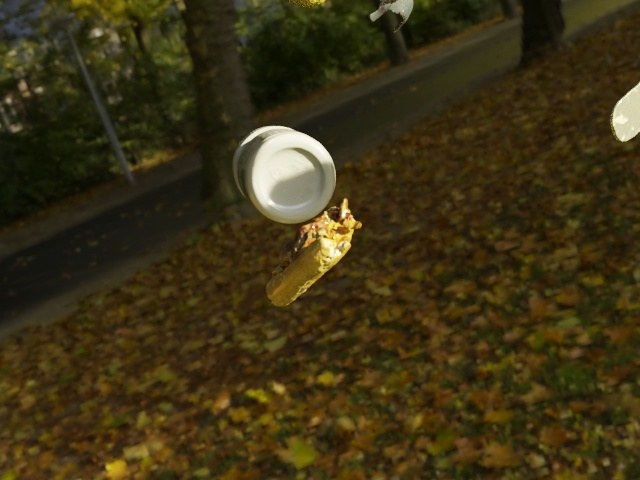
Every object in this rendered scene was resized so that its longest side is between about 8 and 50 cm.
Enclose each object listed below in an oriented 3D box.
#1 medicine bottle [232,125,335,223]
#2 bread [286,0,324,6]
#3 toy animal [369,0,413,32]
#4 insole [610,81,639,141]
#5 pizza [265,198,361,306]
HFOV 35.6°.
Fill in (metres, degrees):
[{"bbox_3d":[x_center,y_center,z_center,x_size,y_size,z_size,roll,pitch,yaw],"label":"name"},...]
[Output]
[{"bbox_3d":[-0.046,-0.080,1.169,0.105,0.105,0.168,-21,13,-6],"label":"medicine bottle"},{"bbox_3d":[-0.056,-0.298,1.019,0.065,0.149,0.188,-57,-15,3],"label":"bread"},{"bbox_3d":[0.051,-0.188,0.743,0.028,0.050,0.084,0,-5,16],"label":"toy animal"},{"bbox_3d":[0.494,-0.226,1.459,0.248,0.081,0.011,-41,32,-27],"label":"insole"},{"bbox_3d":[-0.002,0.000,1.423,0.154,0.069,0.194,-46,6,38],"label":"pizza"}]
